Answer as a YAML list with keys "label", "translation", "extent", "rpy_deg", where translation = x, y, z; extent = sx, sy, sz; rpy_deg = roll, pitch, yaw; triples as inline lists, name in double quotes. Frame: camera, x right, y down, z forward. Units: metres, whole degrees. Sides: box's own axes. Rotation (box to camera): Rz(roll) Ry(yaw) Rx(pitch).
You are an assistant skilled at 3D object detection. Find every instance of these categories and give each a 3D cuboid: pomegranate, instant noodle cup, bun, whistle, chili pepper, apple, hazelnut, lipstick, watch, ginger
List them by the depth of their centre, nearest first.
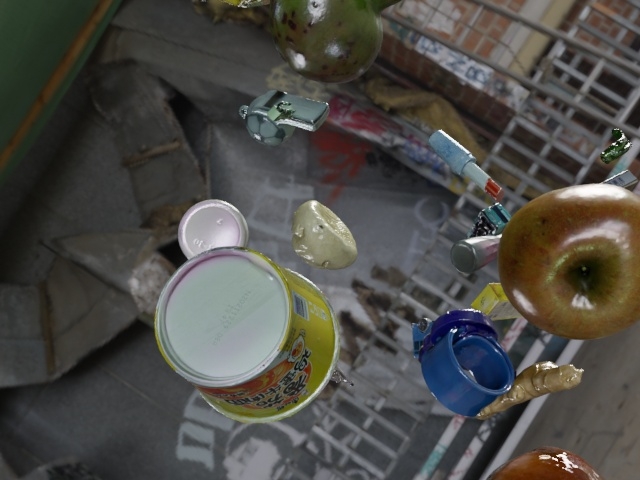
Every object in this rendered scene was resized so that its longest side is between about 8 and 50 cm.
- label: "apple"
  translation: [0.368, 0.023, 1.091]
  extent: [0.237, 0.237, 0.207]
  rpy_deg: [-59, -8, 23]
- label: "instant noodle cup"
  translation: [-0.116, 0.136, 1.156]
  extent: [0.264, 0.264, 0.200]
  rpy_deg: [-56, -20, -8]
- label: "pomegranate"
  translation: [0.031, -0.452, 1.489]
  extent: [0.306, 0.242, 0.242]
  rpy_deg: [-52, -1, 39]
- label: "watch"
  translation: [0.304, 0.259, 1.581]
  extent: [0.200, 0.196, 0.171]
  rpy_deg: [-88, 20, -48]
- label: "chili pepper"
  translation: [0.658, -0.212, 1.698]
  extent: [0.118, 0.055, 0.035]
  rpy_deg: [-54, -34, -35]
- label: "hazelnut"
  translation: [0.538, 0.637, 1.739]
  extent: [0.315, 0.372, 0.372]
  rpy_deg: [-58, -4, -28]
- label: "ginger"
  translation: [0.513, 0.372, 1.923]
  extent: [0.334, 0.081, 0.148]
  rpy_deg: [-35, 9, 31]
- label: "lipstick"
  translation: [0.411, -0.206, 2.144]
  extent: [0.061, 0.274, 0.068]
  rpy_deg: [-2, -48, -49]
- label: "whistle"
  translation: [-0.112, -0.341, 2.213]
  extent: [0.163, 0.290, 0.163]
  rpy_deg: [-47, -32, -43]
- label: "bun"
  translation: [0.000, 0.000, 2.381]
  extent: [0.160, 0.259, 0.259]
  rpy_deg: [-44, -2, 14]

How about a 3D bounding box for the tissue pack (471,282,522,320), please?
- label: "tissue pack"
  translation: [0.507, 0.163, 2.087]
  extent: [0.176, 0.062, 0.095]
  rpy_deg: [-3, -41, -34]

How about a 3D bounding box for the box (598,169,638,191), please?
- label: "box"
  translation: [0.609, -0.047, 1.866]
  extent: [0.325, 0.047, 0.180]
  rpy_deg: [-24, -27, -21]

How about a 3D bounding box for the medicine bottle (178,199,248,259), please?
- label: "medicine bottle"
  translation: [-0.268, -0.015, 1.945]
  extent: [0.170, 0.170, 0.293]
  rpy_deg: [-57, 6, -2]

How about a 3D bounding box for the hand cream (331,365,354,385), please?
- label: "hand cream"
  translation: [-0.049, 0.304, 1.769]
  extent: [0.257, 0.084, 0.050]
  rpy_deg: [-8, 41, 32]

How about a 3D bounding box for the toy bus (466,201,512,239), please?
- label: "toy bus"
  translation: [0.488, -0.034, 2.216]
  extent: [0.092, 0.079, 0.160]
  rpy_deg: [-29, -23, -19]

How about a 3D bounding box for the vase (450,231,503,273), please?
- label: "vase"
  translation: [0.431, 0.019, 1.973]
  extent: [0.214, 0.086, 0.086]
  rpy_deg: [-17, -32, -39]

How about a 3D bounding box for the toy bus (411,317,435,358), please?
- label: "toy bus"
  translation: [0.390, 0.291, 2.276]
  extent: [0.234, 0.116, 0.133]
  rpy_deg: [-14, 70, 49]

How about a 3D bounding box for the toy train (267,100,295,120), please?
- label: "toy train"
  translation: [-0.101, -0.339, 2.027]
  extent: [0.053, 0.033, 0.083]
  rpy_deg: [-38, -8, 22]

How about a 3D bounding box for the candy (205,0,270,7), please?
- label: "candy"
  translation: [-0.150, -0.644, 1.970]
  extent: [0.187, 0.297, 0.081]
  rpy_deg: [-24, -67, -44]
